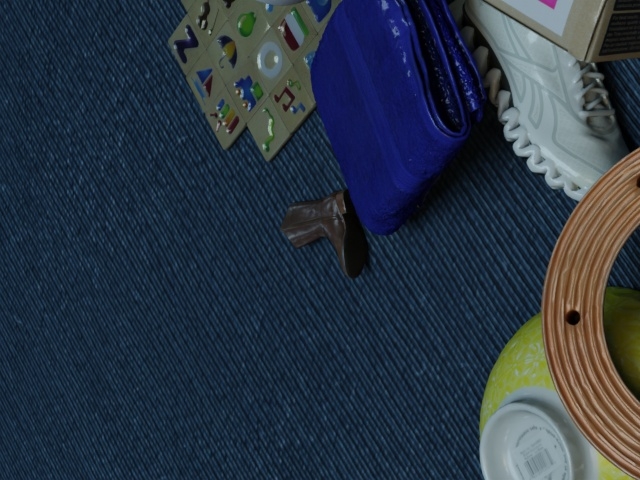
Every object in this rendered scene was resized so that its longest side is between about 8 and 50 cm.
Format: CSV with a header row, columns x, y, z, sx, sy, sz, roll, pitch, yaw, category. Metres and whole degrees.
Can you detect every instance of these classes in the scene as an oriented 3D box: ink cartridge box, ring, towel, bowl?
x,y,z,sx,sy,sz,roll,pitch,yaw,category
0.229,-0.251,1.543,0.234,0.193,0.088,39,124,36,ink cartridge box
0.356,0.063,1.502,0.336,0.032,0.337,-4,81,26,ring
0.077,-0.153,1.749,0.308,0.076,0.228,123,130,-68,towel
0.244,0.197,1.637,0.289,0.156,0.290,12,106,47,bowl

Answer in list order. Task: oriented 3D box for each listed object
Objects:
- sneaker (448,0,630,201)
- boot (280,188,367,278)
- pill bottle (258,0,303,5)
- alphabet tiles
x,y,z,sx,sy,sz,roll,pitch,yaw,category
0.225,-0.151,1.641,0.118,0.110,0.292,-49,61,31,sneaker
0.000,0.000,1.962,0.114,0.037,0.106,-15,72,45,boot
0.007,-0.384,1.739,0.334,0.188,0.188,-46,63,55,pill bottle
-0.066,-0.274,2.007,0.342,0.011,0.285,-48,62,42,alphabet tiles
